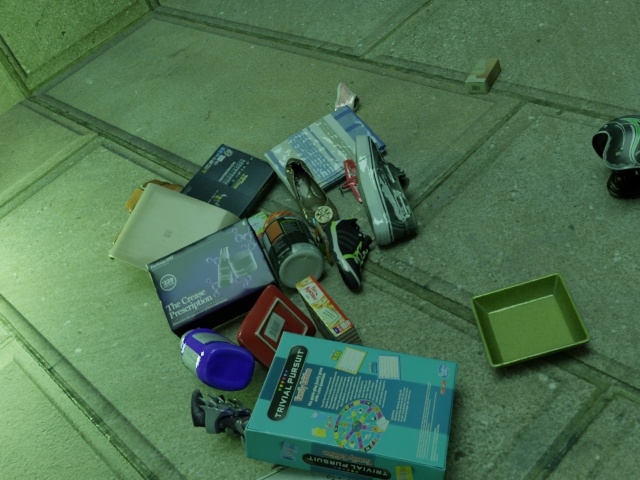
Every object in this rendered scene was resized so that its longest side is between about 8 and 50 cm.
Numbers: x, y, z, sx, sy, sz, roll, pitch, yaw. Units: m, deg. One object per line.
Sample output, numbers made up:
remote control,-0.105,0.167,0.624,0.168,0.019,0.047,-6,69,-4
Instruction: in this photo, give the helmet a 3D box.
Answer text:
helmet,0.671,-0.189,1.709,0.169,0.169,0.161,-4,59,24

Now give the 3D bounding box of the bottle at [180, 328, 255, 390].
bottle,-0.231,0.242,1.678,0.283,0.118,0.092,9,83,66

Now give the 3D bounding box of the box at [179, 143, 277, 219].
box,-0.251,-0.144,2.171,0.183,0.059,0.232,25,56,15

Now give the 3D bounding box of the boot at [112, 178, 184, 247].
boot,-0.497,-0.074,2.226,0.283,0.109,0.220,-42,42,-22

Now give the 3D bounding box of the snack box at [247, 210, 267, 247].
snack box,-0.189,-0.007,2.047,0.141,0.037,0.100,-28,38,-4

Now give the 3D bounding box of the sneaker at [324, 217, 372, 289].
sneaker,0.074,0.015,1.849,0.097,0.084,0.234,-21,39,3

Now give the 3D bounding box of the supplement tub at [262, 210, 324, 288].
supplement tub,-0.070,0.017,1.895,0.117,0.117,0.190,-26,38,-1

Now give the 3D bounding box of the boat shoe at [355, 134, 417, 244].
boat shoe,0.159,-0.128,1.950,0.119,0.121,0.335,-10,55,-2

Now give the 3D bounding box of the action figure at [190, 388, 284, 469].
action figure,-0.112,0.352,1.513,0.285,0.185,0.099,6,92,34

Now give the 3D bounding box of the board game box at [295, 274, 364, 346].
board game box,0.028,0.179,1.635,0.045,0.146,0.193,-32,40,-9

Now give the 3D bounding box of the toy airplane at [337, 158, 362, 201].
toy airplane,0.115,-0.163,2.069,0.151,0.028,0.151,-9,57,15

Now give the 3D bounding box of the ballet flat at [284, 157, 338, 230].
ballet flat,-0.029,-0.125,2.042,0.084,0.058,0.250,-23,56,-6

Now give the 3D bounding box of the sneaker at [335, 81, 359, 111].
sneaker,0.086,-0.425,2.373,0.070,0.051,0.134,-7,45,18

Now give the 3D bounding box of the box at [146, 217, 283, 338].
box,-0.246,0.091,1.860,0.261,0.103,0.184,-26,64,-2

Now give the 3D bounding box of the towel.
towel,0.011,-0.235,2.159,0.285,0.034,0.209,-33,59,-10

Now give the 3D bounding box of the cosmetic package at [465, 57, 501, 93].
cosmetic package,0.454,-0.459,2.224,0.060,0.041,0.115,7,48,33

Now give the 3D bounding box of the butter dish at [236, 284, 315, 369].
butter dish,-0.115,0.202,1.709,0.118,0.160,0.160,-19,33,46

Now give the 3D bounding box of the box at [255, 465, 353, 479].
box,-0.063,0.489,1.376,0.290,0.087,0.169,-25,39,-1

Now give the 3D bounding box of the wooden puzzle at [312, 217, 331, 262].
wooden puzzle,0.000,0.000,1.913,0.014,0.078,0.116,-15,30,-11

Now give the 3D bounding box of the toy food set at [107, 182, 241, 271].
toy food set,-0.368,-0.001,2.027,0.306,0.092,0.219,20,73,20

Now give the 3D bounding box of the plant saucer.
plant saucer,0.401,0.163,1.540,0.188,0.045,0.188,-17,39,9

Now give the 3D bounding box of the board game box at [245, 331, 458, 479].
board game box,0.063,0.300,1.422,0.336,0.079,0.254,9,36,10
